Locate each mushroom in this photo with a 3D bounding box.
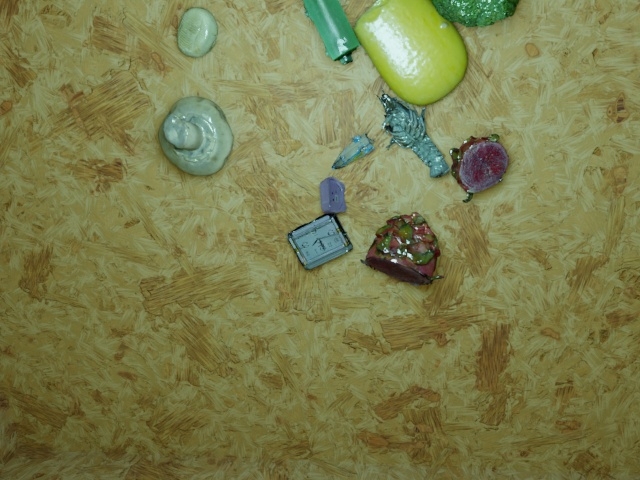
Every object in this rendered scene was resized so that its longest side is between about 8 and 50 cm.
[{"bbox_3d":[-0.506,-0.403,1.692,0.315,0.336,0.313,1,100,7],"label":"mushroom"}]

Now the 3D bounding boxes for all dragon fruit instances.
[{"bbox_3d":[0.608,-0.297,1.720,0.211,0.147,0.282,15,113,-9],"label":"dragon fruit"},{"bbox_3d":[0.364,0.022,1.800,0.315,0.296,0.262,23,75,1],"label":"dragon fruit"}]

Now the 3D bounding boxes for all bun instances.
[{"bbox_3d":[-0.472,-0.796,1.678,0.164,0.111,0.188,32,113,13],"label":"bun"}]

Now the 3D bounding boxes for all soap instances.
[{"bbox_3d":[0.347,-0.714,1.611,0.306,0.115,0.427,-38,101,11],"label":"soap"}]

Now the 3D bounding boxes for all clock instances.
[{"bbox_3d":[0.000,0.000,1.903,0.254,0.083,0.186,-25,105,14],"label":"clock"},{"bbox_3d":[0.052,-0.183,1.822,0.050,0.110,0.152,-13,75,42],"label":"clock"}]

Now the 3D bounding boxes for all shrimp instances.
[{"bbox_3d":[0.351,-0.413,1.698,0.411,0.165,0.221,40,128,-22],"label":"shrimp"}]

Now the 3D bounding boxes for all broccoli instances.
[{"bbox_3d":[0.508,-0.862,1.420,0.414,0.310,0.320,34,78,-34],"label":"broccoli"}]

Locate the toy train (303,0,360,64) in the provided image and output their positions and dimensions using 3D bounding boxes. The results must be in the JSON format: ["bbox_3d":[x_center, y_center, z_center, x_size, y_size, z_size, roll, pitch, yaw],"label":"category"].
[{"bbox_3d":[0.033,-0.785,1.575,0.120,0.202,0.300,-27,103,9],"label":"toy train"}]

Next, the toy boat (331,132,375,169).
[{"bbox_3d":[0.126,-0.358,1.784,0.210,0.066,0.084,-35,68,25],"label":"toy boat"}]
